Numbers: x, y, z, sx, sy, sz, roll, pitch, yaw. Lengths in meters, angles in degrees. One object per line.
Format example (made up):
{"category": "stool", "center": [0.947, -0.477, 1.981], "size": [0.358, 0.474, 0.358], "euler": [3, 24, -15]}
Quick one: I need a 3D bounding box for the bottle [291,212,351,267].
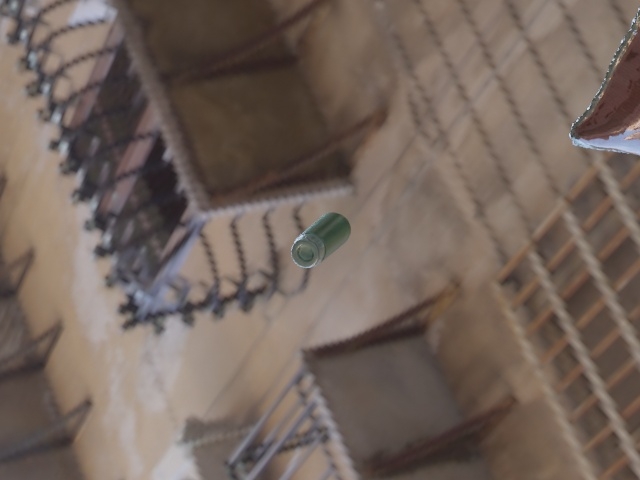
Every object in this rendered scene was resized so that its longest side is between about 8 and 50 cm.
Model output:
{"category": "bottle", "center": [0.000, 0.000, 1.586], "size": [0.030, 0.030, 0.083], "euler": [40, -158, 4]}

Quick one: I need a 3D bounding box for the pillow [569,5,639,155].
{"category": "pillow", "center": [0.283, -0.128, 1.361], "size": [0.171, 0.179, 0.075], "euler": [12, -148, -19]}
